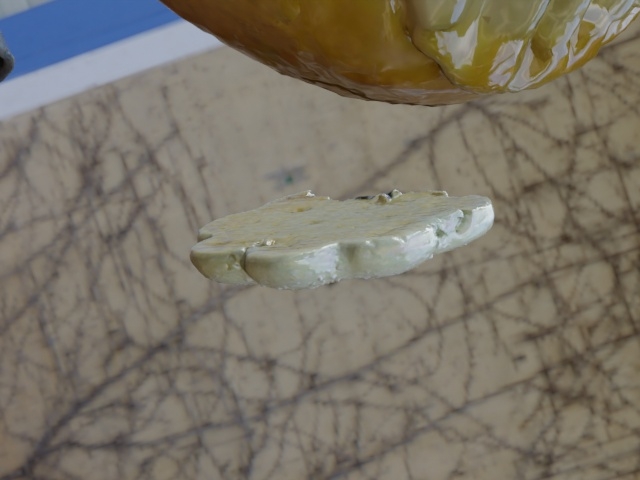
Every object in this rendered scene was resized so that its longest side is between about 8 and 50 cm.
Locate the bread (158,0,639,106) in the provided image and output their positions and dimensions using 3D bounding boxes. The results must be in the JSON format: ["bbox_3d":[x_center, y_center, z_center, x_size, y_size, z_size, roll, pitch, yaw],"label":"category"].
[{"bbox_3d":[-0.025,-0.215,0.426,0.388,0.236,0.183,52,-41,24],"label":"bread"}]

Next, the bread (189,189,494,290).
[{"bbox_3d":[0.000,0.000,0.933,0.182,0.251,0.039,-24,108,-38],"label":"bread"}]

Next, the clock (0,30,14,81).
[{"bbox_3d":[-0.360,-0.093,0.773,0.325,0.325,0.067,-37,108,-83],"label":"clock"}]
